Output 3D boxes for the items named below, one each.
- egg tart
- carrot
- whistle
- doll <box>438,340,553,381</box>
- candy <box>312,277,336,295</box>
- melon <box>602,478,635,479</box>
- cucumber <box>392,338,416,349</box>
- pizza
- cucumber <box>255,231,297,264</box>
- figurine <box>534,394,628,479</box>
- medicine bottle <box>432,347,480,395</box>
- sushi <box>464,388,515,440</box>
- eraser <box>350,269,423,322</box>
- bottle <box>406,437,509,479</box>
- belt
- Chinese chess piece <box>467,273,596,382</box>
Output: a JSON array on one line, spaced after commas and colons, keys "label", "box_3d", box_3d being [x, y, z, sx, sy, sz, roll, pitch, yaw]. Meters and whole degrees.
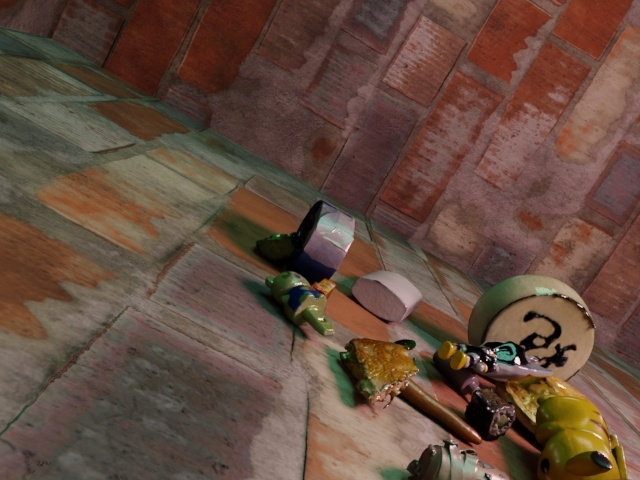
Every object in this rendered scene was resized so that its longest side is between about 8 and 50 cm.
[{"label": "egg tart", "box_3d": [0.619, 0.447, 1.510, 0.342, 0.132, 0.341, 30, 12, -7]}, {"label": "carrot", "box_3d": [0.232, 0.347, 1.219, 0.248, 0.043, 0.043, 35, 13, 15]}, {"label": "whistle", "box_3d": [-0.041, 0.140, 1.307, 0.105, 0.085, 0.227, 7, 25, -40]}, {"label": "doll", "box_3d": [0.444, 0.302, 1.467, 0.317, 0.103, 0.146, 12, -10, -31]}, {"label": "candy", "box_3d": [-0.002, 0.138, 1.460, 0.038, 0.062, 0.122, 32, 13, 8]}, {"label": "melon", "box_3d": [0.401, 0.446, 0.728, 0.272, 0.271, 0.308, 33, 40, 11]}, {"label": "cucumber", "box_3d": [0.207, 0.271, 1.489, 0.036, 0.032, 0.184, 8, 0, 28]}, {"label": "pizza", "box_3d": [0.124, 0.269, 1.174, 0.147, 0.069, 0.226, 1, 19, -12]}, {"label": "cucumber", "box_3d": [-0.116, 0.018, 1.638, 0.193, 0.116, 0.085, -104, 177, -79]}, {"label": "figurine", "box_3d": [0.539, 0.457, 1.195, 0.218, 0.169, 0.327, 66, 24, -8]}, {"label": "medicine bottle", "box_3d": [0.360, 0.349, 1.471, 0.058, 0.057, 0.199, 22, 14, -33]}, {"label": "sushi", "box_3d": [0.371, 0.383, 1.283, 0.098, 0.094, 0.084, 5, 19, -27]}, {"label": "eraser", "box_3d": [0.210, 0.164, 1.777, 0.174, 0.094, 0.270, 34, 13, 15]}, {"label": "bottle", "box_3d": [0.218, 0.380, 0.928, 0.152, 0.098, 0.099, 29, 12, -2]}, {"label": "belt", "box_3d": [0.000, 0.000, 1.669, 0.117, 0.212, 0.347, 30, 8, -9]}, {"label": "Chinese chess piece", "box_3d": [0.604, 0.269, 1.671, 0.350, 0.349, 0.146, 28, 18, -11]}]
